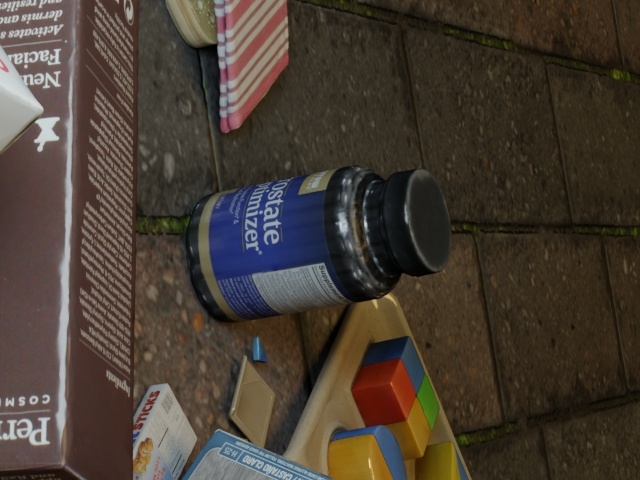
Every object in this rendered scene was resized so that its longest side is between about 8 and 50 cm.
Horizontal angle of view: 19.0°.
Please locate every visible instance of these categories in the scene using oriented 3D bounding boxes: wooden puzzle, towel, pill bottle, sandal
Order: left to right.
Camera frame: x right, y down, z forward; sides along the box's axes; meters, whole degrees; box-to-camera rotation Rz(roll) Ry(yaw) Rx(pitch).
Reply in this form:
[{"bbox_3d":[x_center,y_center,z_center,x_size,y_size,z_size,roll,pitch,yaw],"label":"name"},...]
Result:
[{"bbox_3d":[-0.124,-0.287,1.735,0.240,0.079,0.088,63,30,-30],"label":"sandal"},{"bbox_3d":[-0.070,-0.218,1.808,0.144,0.029,0.197,-58,151,-53],"label":"towel"},{"bbox_3d":[-0.065,0.153,1.761,0.116,0.014,0.078,-72,146,-44],"label":"wooden puzzle"},{"bbox_3d":[0.000,0.000,1.713,0.123,0.219,0.123,34,51,-55],"label":"pill bottle"},{"bbox_3d":[0.080,0.261,1.932,0.322,0.080,0.348,67,29,-23],"label":"wooden puzzle"}]

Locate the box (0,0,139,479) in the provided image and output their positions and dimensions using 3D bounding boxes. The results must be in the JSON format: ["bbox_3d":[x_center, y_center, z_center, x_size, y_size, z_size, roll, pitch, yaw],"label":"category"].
[{"bbox_3d":[-0.230,-0.012,1.268,0.143,0.191,0.381,55,31,-68],"label":"box"}]

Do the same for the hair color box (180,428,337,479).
[{"bbox_3d":[0.018,0.314,1.634,0.105,0.174,0.347,-55,139,-20],"label":"hair color box"}]

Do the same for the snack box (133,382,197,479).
[{"bbox_3d":[-0.149,0.198,1.562,0.064,0.022,0.178,66,29,-28],"label":"snack box"}]

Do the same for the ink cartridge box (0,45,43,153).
[{"bbox_3d":[-0.322,-0.167,1.084,0.306,0.131,0.226,53,11,29],"label":"ink cartridge box"}]
